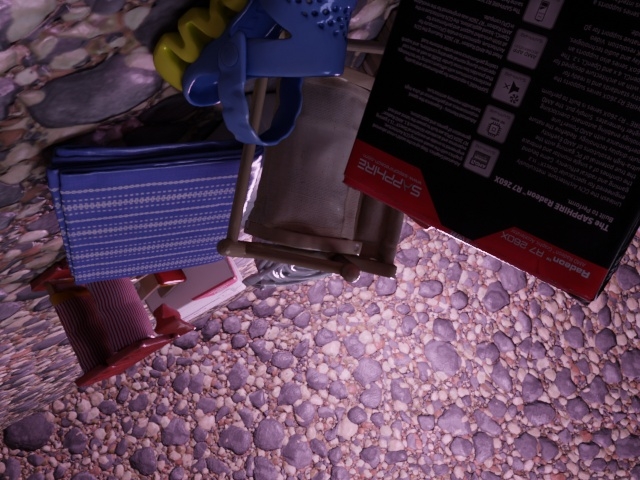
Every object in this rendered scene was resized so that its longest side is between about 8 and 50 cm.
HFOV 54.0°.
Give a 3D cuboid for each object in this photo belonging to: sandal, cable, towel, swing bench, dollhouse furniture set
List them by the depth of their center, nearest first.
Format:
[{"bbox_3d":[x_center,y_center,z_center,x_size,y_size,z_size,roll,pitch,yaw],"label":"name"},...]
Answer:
[{"bbox_3d":[-0.014,-0.196,0.542,0.126,0.138,0.317,-19,165,-48],"label":"sandal"},{"bbox_3d":[0.020,-0.090,0.749,0.165,0.253,0.254,12,-179,15],"label":"swing bench"},{"bbox_3d":[-0.219,-0.033,0.834,0.243,0.040,0.336,-8,158,-21],"label":"towel"},{"bbox_3d":[0.000,0.000,1.170,0.257,0.089,0.257,-1,153,-38],"label":"cable"},{"bbox_3d":[-0.327,0.114,1.178,0.152,0.201,0.374,-32,172,16],"label":"dollhouse furniture set"}]

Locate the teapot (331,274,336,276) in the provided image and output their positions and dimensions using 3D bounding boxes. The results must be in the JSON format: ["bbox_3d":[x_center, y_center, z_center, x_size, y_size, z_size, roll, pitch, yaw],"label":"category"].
[{"bbox_3d":[0.029,-0.040,1.663,0.252,0.187,0.256,-13,-153,22],"label":"teapot"}]

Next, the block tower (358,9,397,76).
[{"bbox_3d":[0.154,-0.281,0.795,0.097,0.091,0.335,-28,173,-19],"label":"block tower"}]

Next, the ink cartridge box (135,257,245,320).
[{"bbox_3d":[-0.304,0.105,1.534,0.207,0.117,0.283,-29,173,-5],"label":"ink cartridge box"}]

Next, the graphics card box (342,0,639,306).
[{"bbox_3d":[0.179,-0.170,0.461,0.094,0.232,0.371,-20,133,-53],"label":"graphics card box"}]

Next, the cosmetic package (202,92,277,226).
[{"bbox_3d":[-0.054,-0.128,1.026,0.284,0.097,0.377,-32,173,39],"label":"cosmetic package"}]

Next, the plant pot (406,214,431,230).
[{"bbox_3d":[0.291,-0.180,1.464,0.267,0.236,0.267,-23,171,-46],"label":"plant pot"}]
